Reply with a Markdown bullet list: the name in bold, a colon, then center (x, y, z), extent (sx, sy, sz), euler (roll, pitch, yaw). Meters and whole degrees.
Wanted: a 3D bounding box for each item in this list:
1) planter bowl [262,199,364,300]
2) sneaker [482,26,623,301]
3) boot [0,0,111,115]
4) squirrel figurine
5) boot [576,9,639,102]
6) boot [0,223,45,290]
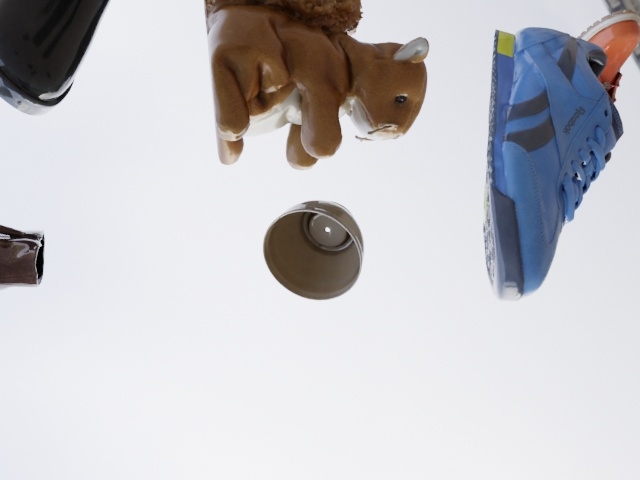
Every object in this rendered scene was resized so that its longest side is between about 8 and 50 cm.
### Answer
- **planter bowl**: center (0.000, 0.000, 1.290), extent (0.162, 0.162, 0.109), euler (49, -149, -12)
- **sneaker**: center (0.134, -0.053, 0.455), extent (0.069, 0.082, 0.209), euler (84, -164, -47)
- **boot**: center (-0.214, -0.392, 0.940), extent (0.146, 0.445, 0.367), euler (37, -148, -36)
- **squirrel figurine**: center (-0.006, -0.324, 1.375), extent (0.370, 0.281, 0.397), euler (-5, -100, -7)
- **boot**: center (0.272, -0.147, 0.784), extent (0.059, 0.158, 0.084), euler (-3, -125, -19)
- **boot**: center (-0.390, 0.015, 0.822), extent (0.207, 0.248, 0.090), euler (-6, -72, -18)
